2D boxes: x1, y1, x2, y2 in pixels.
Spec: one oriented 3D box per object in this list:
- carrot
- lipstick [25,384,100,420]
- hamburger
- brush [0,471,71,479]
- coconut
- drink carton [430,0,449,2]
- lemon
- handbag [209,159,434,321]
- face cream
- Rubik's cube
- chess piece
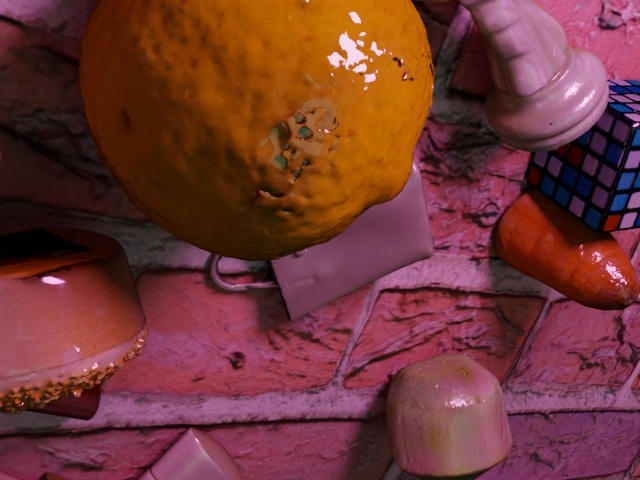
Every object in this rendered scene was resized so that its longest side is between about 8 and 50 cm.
[{"bbox_3d":[0.412,0.034,1.327,0.159,0.225,0.159,-22,138,-22],"label":"carrot"},{"bbox_3d":[-0.443,0.169,1.013,0.357,0.057,0.057,21,107,-39],"label":"lipstick"},{"bbox_3d":[-0.330,0.089,0.878,0.302,0.302,0.170,-9,105,-26],"label":"hamburger"},{"bbox_3d":[-0.430,0.371,1.163,0.103,0.047,0.233,-49,126,5],"label":"brush"},{"bbox_3d":[0.222,0.319,1.418,0.205,0.236,0.236,-5,134,22],"label":"coconut"},{"bbox_3d":[0.069,-0.335,0.978,0.200,0.074,0.084,-3,121,-31],"label":"drink carton"},{"bbox_3d":[-0.073,-0.162,0.837,0.350,0.387,0.350,-52,172,-10],"label":"lemon"},{"bbox_3d":[0.000,0.000,1.140,0.315,0.109,0.241,-25,129,-11],"label":"handbag"},{"bbox_3d":[-0.266,0.450,1.286,0.348,0.081,0.173,-45,132,2],"label":"face cream"},{"bbox_3d":[0.460,-0.136,1.269,0.184,0.187,0.182,-5,123,-25],"label":"Rubik's cube"},{"bbox_3d":[0.259,-0.270,1.074,0.176,0.176,0.298,-41,130,-1],"label":"chess piece"}]
